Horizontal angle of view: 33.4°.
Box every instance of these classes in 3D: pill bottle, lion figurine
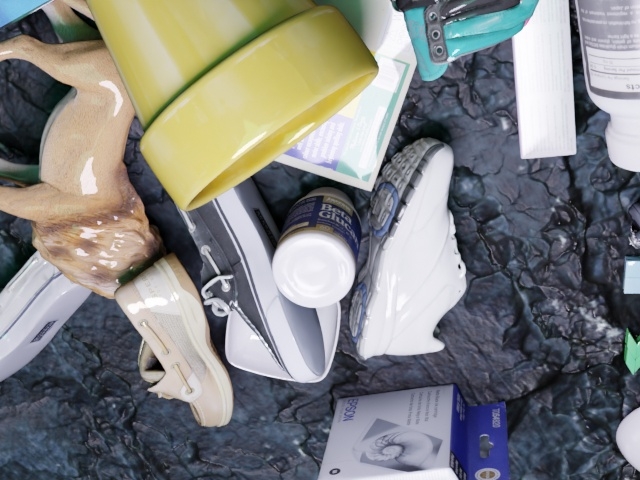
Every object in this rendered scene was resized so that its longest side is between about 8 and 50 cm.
[{"bbox_3d":[0.351,-0.223,1.110,0.162,0.162,0.279,-10,114,11],"label":"pill bottle"},{"bbox_3d":[0.000,0.000,1.251,0.094,0.169,0.094,2,115,5],"label":"pill bottle"},{"bbox_3d":[-0.276,-0.122,1.248,0.240,0.142,0.392,13,113,-3],"label":"lion figurine"}]

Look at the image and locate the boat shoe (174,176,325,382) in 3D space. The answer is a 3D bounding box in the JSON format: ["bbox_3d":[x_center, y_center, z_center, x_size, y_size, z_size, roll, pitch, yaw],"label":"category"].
[{"bbox_3d":[-0.096,0.037,1.265,0.104,0.113,0.306,-29,84,16],"label":"boat shoe"}]

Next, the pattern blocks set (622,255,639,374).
[{"bbox_3d":[0.535,0.096,1.309,0.324,0.026,0.286,-9,113,11],"label":"pattern blocks set"}]

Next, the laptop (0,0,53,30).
[{"bbox_3d":[-0.382,-0.407,1.034,0.408,0.236,0.382,-17,106,55],"label":"laptop"}]

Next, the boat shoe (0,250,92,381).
[{"bbox_3d":[-0.406,0.103,1.396,0.267,0.096,0.088,-44,75,28],"label":"boat shoe"}]

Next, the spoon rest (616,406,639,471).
[{"bbox_3d":[0.497,0.229,1.337,0.137,0.084,0.276,40,134,-13],"label":"spoon rest"}]

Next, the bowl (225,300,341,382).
[{"bbox_3d":[-0.046,0.106,1.370,0.141,0.053,0.142,12,115,2],"label":"bowl"}]

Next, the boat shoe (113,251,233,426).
[{"bbox_3d":[-0.183,0.143,1.328,0.098,0.109,0.302,-27,141,-16],"label":"boat shoe"}]

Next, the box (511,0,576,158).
[{"bbox_3d":[0.238,-0.251,1.164,0.067,0.063,0.324,-5,114,11],"label":"box"}]

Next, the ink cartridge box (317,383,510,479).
[{"bbox_3d":[0.119,0.248,1.321,0.223,0.223,0.045,-9,108,10],"label":"ink cartridge box"}]

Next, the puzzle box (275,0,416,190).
[{"bbox_3d":[-0.008,-0.279,1.189,0.272,0.052,0.409,18,116,-2],"label":"puzzle box"}]

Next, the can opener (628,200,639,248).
[{"bbox_3d":[0.419,0.030,1.242,0.073,0.059,0.186,-31,80,19],"label":"can opener"}]

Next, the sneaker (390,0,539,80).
[{"bbox_3d":[0.089,-0.256,1.097,0.295,0.124,0.179,3,109,9],"label":"sneaker"}]

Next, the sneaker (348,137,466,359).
[{"bbox_3d":[0.119,0.013,1.295,0.129,0.111,0.297,5,120,-13],"label":"sneaker"}]

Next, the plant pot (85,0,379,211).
[{"bbox_3d":[-0.108,-0.196,1.089,0.254,0.254,0.239,-36,90,20],"label":"plant pot"}]
